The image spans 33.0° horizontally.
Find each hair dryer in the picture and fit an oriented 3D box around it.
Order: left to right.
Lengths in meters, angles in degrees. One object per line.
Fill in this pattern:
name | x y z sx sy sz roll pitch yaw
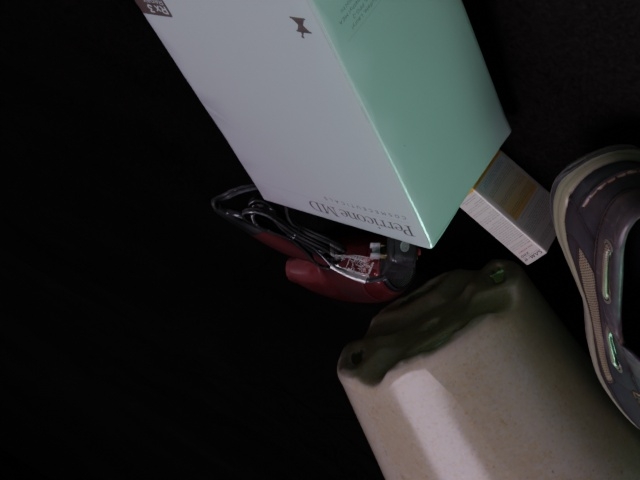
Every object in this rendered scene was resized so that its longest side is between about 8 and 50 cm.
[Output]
hair dryer | 0.000 0.000 1.205 0.224 0.080 0.293 22 163 5

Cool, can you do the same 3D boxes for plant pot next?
plant pot | 0.183 0.202 1.143 0.334 0.334 0.305 -17 108 52

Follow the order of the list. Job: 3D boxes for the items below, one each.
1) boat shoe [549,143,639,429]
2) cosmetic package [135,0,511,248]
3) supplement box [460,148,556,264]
boat shoe | 0.304 0.087 0.961 0.132 0.130 0.355 -28 115 9
cosmetic package | -0.010 -0.184 0.895 0.217 0.156 0.385 16 150 39
supplement box | 0.185 -0.033 1.041 0.098 0.062 0.036 41 147 -4
